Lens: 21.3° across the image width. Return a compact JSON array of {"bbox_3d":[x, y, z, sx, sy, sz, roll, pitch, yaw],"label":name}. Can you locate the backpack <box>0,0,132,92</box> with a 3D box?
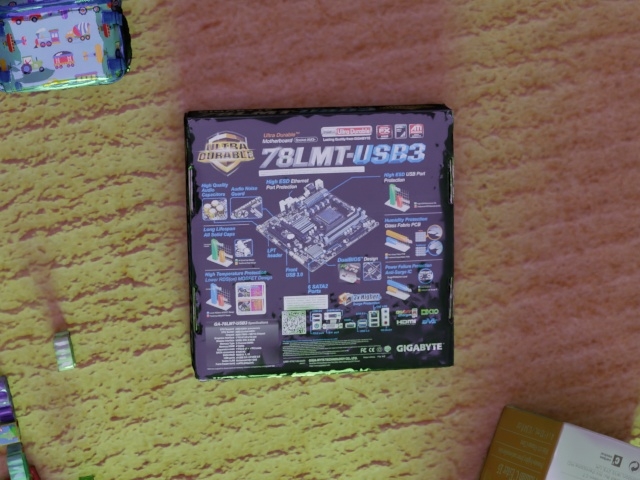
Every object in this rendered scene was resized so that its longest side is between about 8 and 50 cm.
[{"bbox_3d":[-0.279,-0.245,1.775,0.158,0.117,0.173,-4,98,-8],"label":"backpack"}]

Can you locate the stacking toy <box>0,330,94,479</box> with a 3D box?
[{"bbox_3d":[-0.341,0.214,1.872,0.167,0.052,0.221,-10,95,-4],"label":"stacking toy"}]

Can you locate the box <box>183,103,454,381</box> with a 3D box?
[{"bbox_3d":[0.000,0.000,1.878,0.295,0.073,0.293,-3,100,-7],"label":"box"}]

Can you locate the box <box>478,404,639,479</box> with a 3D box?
[{"bbox_3d":[0.251,0.377,1.876,0.168,0.215,0.345,20,85,-11],"label":"box"}]

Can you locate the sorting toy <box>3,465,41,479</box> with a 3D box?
[{"bbox_3d":[-0.318,0.386,1.904,0.132,0.046,0.274,-29,84,-3],"label":"sorting toy"}]
